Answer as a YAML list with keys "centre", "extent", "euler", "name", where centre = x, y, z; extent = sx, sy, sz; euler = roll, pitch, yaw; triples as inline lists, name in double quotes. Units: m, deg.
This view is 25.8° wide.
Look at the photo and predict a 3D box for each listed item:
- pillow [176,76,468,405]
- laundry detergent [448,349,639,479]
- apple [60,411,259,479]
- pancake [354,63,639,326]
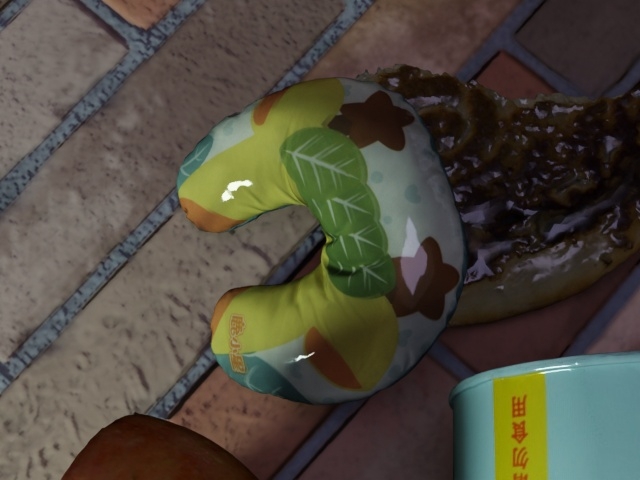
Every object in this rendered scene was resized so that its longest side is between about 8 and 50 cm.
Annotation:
- centre: [0.000, 0.000, 0.984]
  extent: [0.214, 0.086, 0.233]
  euler: [-20, 75, 28]
  name: "pillow"
- centre: [0.218, 0.241, 0.833]
  extent: [0.287, 0.287, 0.305]
  euler: [2, 74, -1]
  name: "laundry detergent"
- centre: [-0.090, 0.263, 0.834]
  extent: [0.163, 0.251, 0.293]
  euler: [16, 74, 12]
  name: "apple"
- centre: [0.136, -0.061, 1.051]
  extent: [0.244, 0.057, 0.266]
  euler: [42, 72, 18]
  name: "pancake"
